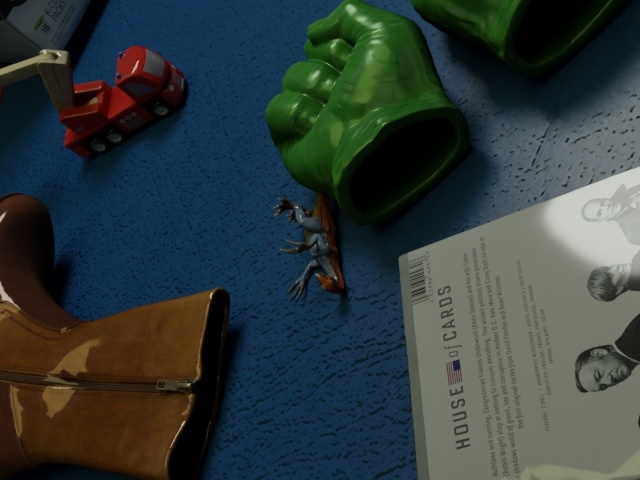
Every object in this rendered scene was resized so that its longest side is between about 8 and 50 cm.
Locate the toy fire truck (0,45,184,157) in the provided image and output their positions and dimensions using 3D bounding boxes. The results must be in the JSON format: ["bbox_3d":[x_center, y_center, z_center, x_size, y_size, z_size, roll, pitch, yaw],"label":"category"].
[{"bbox_3d":[-0.244,-0.144,0.872,0.192,0.135,0.047,-24,51,27],"label":"toy fire truck"}]

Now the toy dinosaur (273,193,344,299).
[{"bbox_3d":[0.000,0.000,0.649,0.090,0.047,0.082,-44,62,-5],"label":"toy dinosaur"}]

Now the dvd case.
[{"bbox_3d":[0.156,0.049,0.493,0.238,0.029,0.179,-22,52,29],"label":"dvd case"}]

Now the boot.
[{"bbox_3d":[-0.196,0.063,0.732,0.280,0.096,0.264,-11,57,34],"label":"boot"}]

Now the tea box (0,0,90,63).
[{"bbox_3d":[-0.467,-0.382,1.043,0.329,0.323,0.220,8,69,41],"label":"tea box"}]

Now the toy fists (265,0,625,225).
[{"bbox_3d":[0.076,-0.146,0.637,0.279,0.096,0.142,-45,43,11],"label":"toy fists"}]
